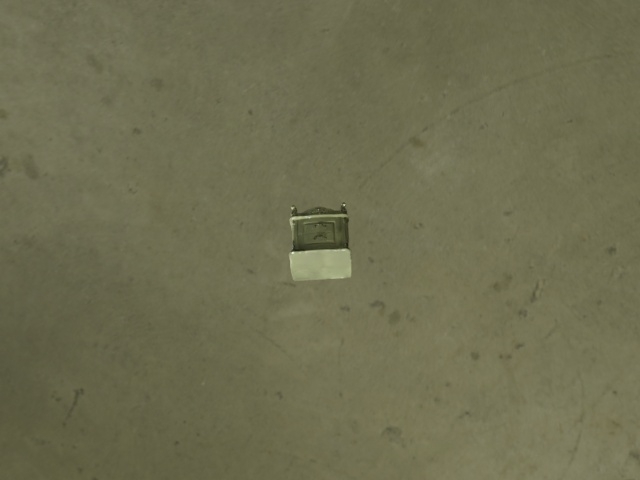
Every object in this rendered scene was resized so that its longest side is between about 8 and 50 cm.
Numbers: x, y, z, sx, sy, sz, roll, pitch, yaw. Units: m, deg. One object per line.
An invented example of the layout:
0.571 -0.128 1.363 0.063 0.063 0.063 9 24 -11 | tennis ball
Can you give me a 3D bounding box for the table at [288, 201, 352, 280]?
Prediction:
0.000 0.000 0.923 0.079 0.083 0.062 -3 141 2 | table
